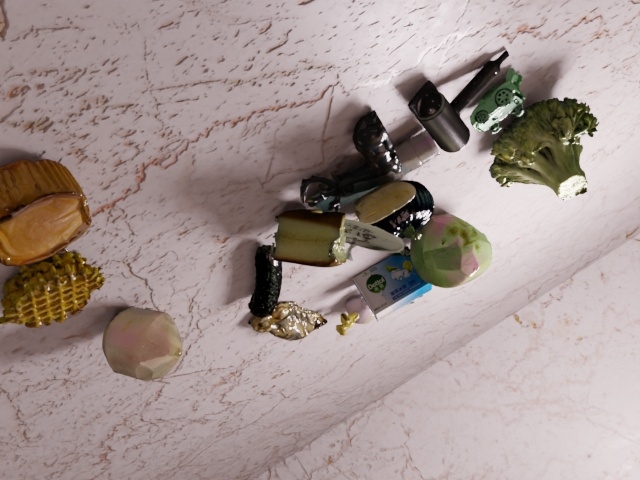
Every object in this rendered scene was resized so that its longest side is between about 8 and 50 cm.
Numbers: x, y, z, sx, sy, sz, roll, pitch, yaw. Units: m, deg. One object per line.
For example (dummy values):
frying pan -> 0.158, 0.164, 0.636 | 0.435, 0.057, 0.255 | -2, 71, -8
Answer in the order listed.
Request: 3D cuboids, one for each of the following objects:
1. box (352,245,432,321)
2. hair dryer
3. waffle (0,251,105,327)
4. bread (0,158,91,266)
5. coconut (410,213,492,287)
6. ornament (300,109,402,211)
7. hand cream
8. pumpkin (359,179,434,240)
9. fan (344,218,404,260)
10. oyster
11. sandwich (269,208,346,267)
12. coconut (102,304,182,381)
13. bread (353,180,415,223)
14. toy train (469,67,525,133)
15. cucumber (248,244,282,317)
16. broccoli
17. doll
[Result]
box -> 0.214, 0.128, 2.424 | 0.194, 0.139, 0.073 | -31, 155, -2
hair dryer -> 0.311, -0.333, 1.769 | 0.248, 0.078, 0.195 | -48, 140, 2
waffle -> -0.527, 0.099, 1.607 | 0.193, 0.070, 0.197 | -44, 155, 26
bread -> -0.479, -0.049, 1.339 | 0.199, 0.104, 0.199 | -30, 159, -13
coconut -> 0.363, 0.029, 2.328 | 0.236, 0.236, 0.204 | -5, 165, -44
ornament -> 0.050, -0.156, 1.762 | 0.236, 0.080, 0.202 | -28, 146, 5
hand cream -> 0.124, -0.150, 1.888 | 0.312, 0.070, 0.111 | -31, 158, 7
pumpkin -> 0.188, -0.071, 2.028 | 0.194, 0.150, 0.194 | -5, 179, 0
fan -> 0.085, 0.002, 2.061 | 0.415, 0.233, 0.012 | 117, -8, -76
oyster -> -0.077, 0.238, 2.394 | 0.129, 0.078, 0.345 | -49, 149, 16
sandwich -> 0.000, 0.000, 1.825 | 0.128, 0.122, 0.235 | -8, -168, -36
coconut -> -0.396, 0.235, 1.866 | 0.183, 0.171, 0.171 | 6, 163, 18
bread -> 0.138, -0.089, 1.821 | 0.139, 0.060, 0.178 | -31, -176, 0
toy train -> 0.412, -0.318, 1.892 | 0.149, 0.081, 0.099 | -36, 156, 24
cucumber -> -0.131, 0.095, 2.045 | 0.081, 0.072, 0.303 | -20, 153, -22
broccoli -> 0.563, -0.214, 2.054 | 0.248, 0.246, 0.288 | -17, 148, -10
doll -> 0.211, 0.183, 2.584 | 0.365, 0.094, 0.160 | -21, 157, -20
